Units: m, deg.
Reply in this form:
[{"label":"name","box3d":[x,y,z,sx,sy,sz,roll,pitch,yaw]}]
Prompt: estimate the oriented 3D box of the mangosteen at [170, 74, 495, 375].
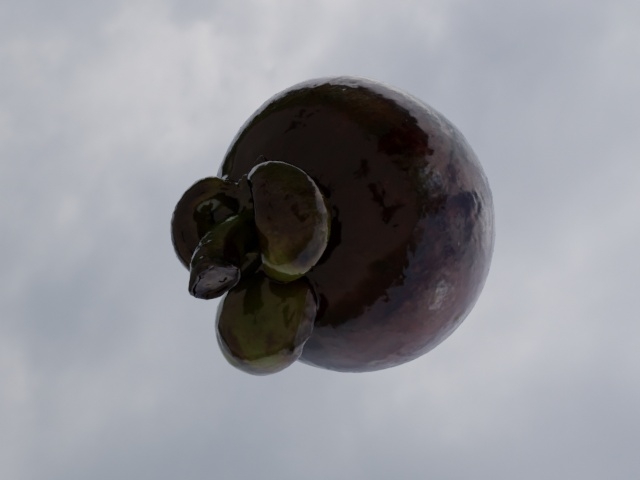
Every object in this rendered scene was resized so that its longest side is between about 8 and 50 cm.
[{"label":"mangosteen","box3d":[0.000,0.000,0.878,0.215,0.257,0.215,17,-61,34]}]
